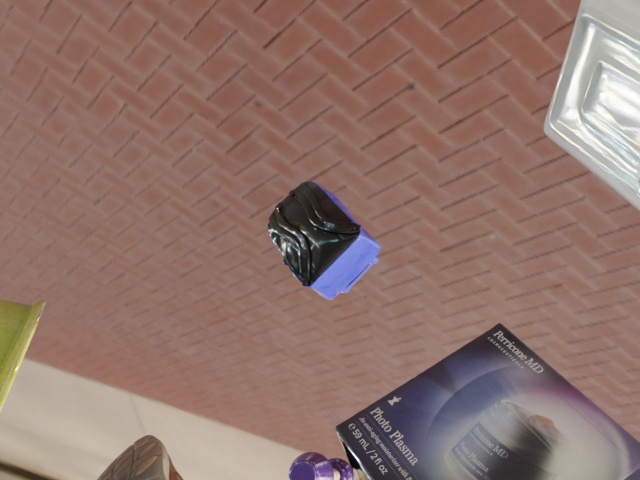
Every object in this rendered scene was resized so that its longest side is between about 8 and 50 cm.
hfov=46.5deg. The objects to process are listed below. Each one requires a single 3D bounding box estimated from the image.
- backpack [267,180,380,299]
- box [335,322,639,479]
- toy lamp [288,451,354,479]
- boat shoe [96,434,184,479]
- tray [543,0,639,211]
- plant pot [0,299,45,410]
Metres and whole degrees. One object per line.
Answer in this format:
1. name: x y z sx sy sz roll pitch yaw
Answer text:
1. backpack: 0.000 0.000 0.868 0.120 0.098 0.101 49 -176 33
2. box: 0.226 0.311 0.993 0.296 0.294 0.182 45 159 49
3. toy lamp: 0.000 0.413 1.307 0.080 0.080 0.274 11 164 14
4. boat shoe: -0.175 0.321 0.801 0.116 0.123 0.324 53 172 -21
5. tray: 0.236 -0.068 0.487 0.030 0.270 0.145 -10 130 -20
6. plant pot: -0.525 0.161 0.937 0.254 0.276 0.276 23 149 -16
